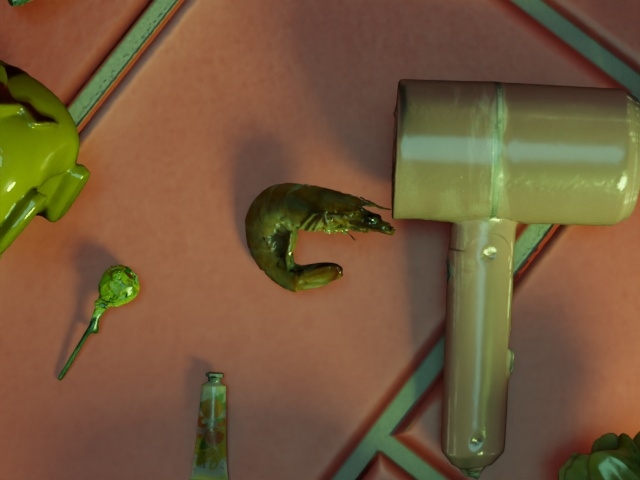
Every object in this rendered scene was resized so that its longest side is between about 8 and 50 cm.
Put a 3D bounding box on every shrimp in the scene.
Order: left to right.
[{"bbox_3d":[-0.005,0.000,1.424,0.162,0.045,0.095,9,84,36],"label":"shrimp"}]

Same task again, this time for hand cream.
[{"bbox_3d":[-0.097,0.170,1.455,0.035,0.022,0.102,3,90,-3],"label":"hand cream"}]

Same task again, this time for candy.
[{"bbox_3d":[-0.204,0.077,1.462,0.035,0.035,0.123,31,94,-14],"label":"candy"}]

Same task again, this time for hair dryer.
[{"bbox_3d":[0.164,0.037,1.425,0.210,0.125,0.352,2,95,0],"label":"hair dryer"}]

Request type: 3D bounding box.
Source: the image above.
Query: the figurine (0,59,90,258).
[{"bbox_3d":[-0.363,-0.116,1.400,0.327,0.218,0.169,26,110,7],"label":"figurine"}]

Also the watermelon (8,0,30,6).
[{"bbox_3d":[-0.255,-0.308,1.478,0.139,0.071,0.187,33,95,11],"label":"watermelon"}]

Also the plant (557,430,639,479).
[{"bbox_3d":[0.298,0.323,1.313,0.297,0.261,0.306,30,98,3],"label":"plant"}]
